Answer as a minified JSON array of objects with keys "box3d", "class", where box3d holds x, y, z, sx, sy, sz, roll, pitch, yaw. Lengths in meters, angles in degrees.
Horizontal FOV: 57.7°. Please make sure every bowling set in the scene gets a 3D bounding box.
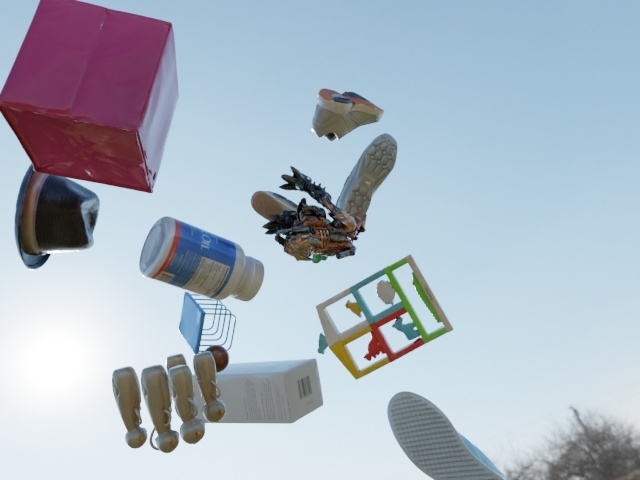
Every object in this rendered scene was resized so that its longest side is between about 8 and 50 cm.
[{"box3d":[-0.232,0.284,1.057,0.200,0.154,0.287,-11,-2,-41],"class":"bowling set"}]

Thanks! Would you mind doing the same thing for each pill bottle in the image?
[{"box3d":[-0.225,0.045,1.134,0.222,0.124,0.124,24,-56,-34],"class":"pill bottle"}]

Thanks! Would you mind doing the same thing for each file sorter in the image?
[{"box3d":[-0.315,0.227,1.615,0.105,0.170,0.118,5,-79,-29],"class":"file sorter"}]

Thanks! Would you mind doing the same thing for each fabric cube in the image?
[{"box3d":[-0.444,-0.282,1.169,0.259,0.258,0.254,11,-23,-6],"class":"fabric cube"}]

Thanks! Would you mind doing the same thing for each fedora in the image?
[{"box3d":[-0.667,-0.066,1.516,0.153,0.334,0.334,8,-41,-10],"class":"fedora"}]

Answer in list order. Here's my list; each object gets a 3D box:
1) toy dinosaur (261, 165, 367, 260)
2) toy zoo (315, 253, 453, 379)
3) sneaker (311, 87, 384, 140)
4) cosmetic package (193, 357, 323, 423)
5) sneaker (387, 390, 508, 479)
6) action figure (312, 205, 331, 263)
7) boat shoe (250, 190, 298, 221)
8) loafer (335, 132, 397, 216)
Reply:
[{"box3d":[0.001,-0.026,1.255,0.164,0.218,0.322,-58,-24,6],"class":"toy dinosaur"},{"box3d":[0.121,0.183,1.307,0.293,0.192,0.030,-31,-5,11],"class":"toy zoo"},{"box3d":[0.062,-0.315,1.499,0.262,0.099,0.121,-8,-49,-51],"class":"sneaker"},{"box3d":[-0.201,0.455,1.766,0.366,0.155,0.197,-11,-3,30],"class":"cosmetic package"},{"box3d":[0.299,0.506,1.358,0.135,0.366,0.150,-42,-19,-3],"class":"sneaker"},{"box3d":[0.000,0.000,1.917,0.063,0.232,0.137,-31,-65,25],"class":"action figure"},{"box3d":[-0.086,-0.070,1.829,0.102,0.285,0.092,-61,-10,31],"class":"boat shoe"},{"box3d":[0.130,-0.185,1.741,0.112,0.319,0.111,37,-21,-16],"class":"loafer"}]
